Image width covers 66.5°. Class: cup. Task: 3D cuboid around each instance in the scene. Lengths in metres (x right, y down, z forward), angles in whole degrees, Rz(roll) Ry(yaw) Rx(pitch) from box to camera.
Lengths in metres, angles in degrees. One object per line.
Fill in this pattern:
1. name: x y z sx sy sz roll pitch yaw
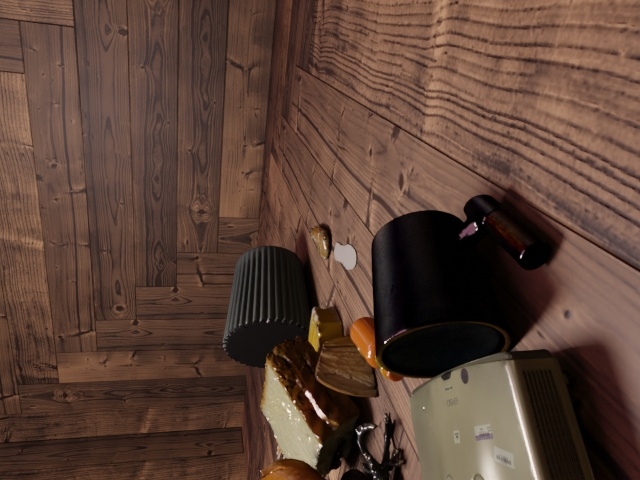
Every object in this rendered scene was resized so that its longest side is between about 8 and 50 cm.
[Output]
1. cup: 0.180 0.058 0.643 0.166 0.239 0.176 47 -150 -44

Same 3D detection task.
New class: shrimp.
1. shrimp: 0.000 0.000 1.500 0.180 0.041 0.099 -131 30 -68

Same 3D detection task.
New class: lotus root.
1. lotus root: 0.054 0.286 1.101 0.159 0.135 0.095 -84 6 -46

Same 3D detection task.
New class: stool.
1. stool: -0.171 0.219 1.663 0.297 0.297 0.330 106 165 -44

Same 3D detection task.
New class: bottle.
1. bottle: 0.114 0.213 0.947 0.187 0.069 0.069 -134 48 -72

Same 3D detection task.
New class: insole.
1. insole: 0.064 0.040 1.289 0.197 0.004 0.065 -161 73 -75

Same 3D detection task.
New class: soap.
1. soap: 0.006 0.314 1.346 0.140 0.073 0.232 -120 35 -61

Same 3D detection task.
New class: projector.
1. projector: 0.199 0.246 0.567 0.269 0.088 0.193 117 150 -61

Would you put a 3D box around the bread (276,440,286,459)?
1. bread: -0.075 0.549 1.516 0.241 0.136 0.107 -105 19 -50

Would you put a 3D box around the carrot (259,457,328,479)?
1. carrot: -0.010 0.534 0.936 0.254 0.196 0.195 -27 62 57

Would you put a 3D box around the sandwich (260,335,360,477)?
1. sandwich: -0.034 0.435 1.212 0.262 0.131 0.325 46 143 35

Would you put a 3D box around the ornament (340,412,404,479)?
1. ornament: 0.097 0.451 0.975 0.202 0.080 0.236 -151 61 -71
